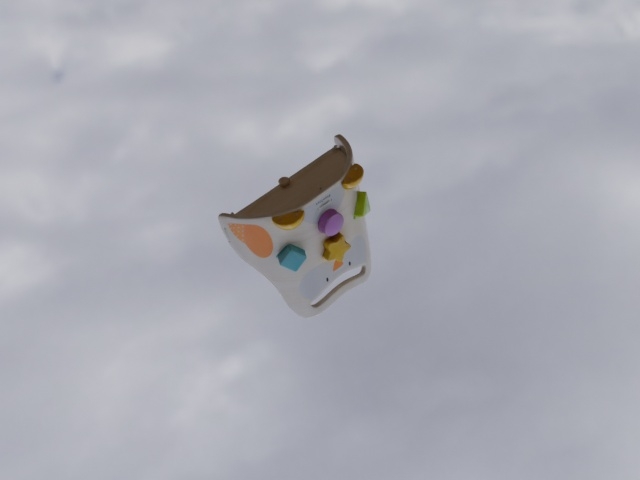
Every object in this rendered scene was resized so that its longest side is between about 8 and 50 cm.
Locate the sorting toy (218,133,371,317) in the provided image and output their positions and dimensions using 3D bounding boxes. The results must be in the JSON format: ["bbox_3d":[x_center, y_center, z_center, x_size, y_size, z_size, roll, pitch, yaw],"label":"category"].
[{"bbox_3d":[0.000,0.000,0.805,0.083,0.075,0.045,-36,-143,-24],"label":"sorting toy"}]
